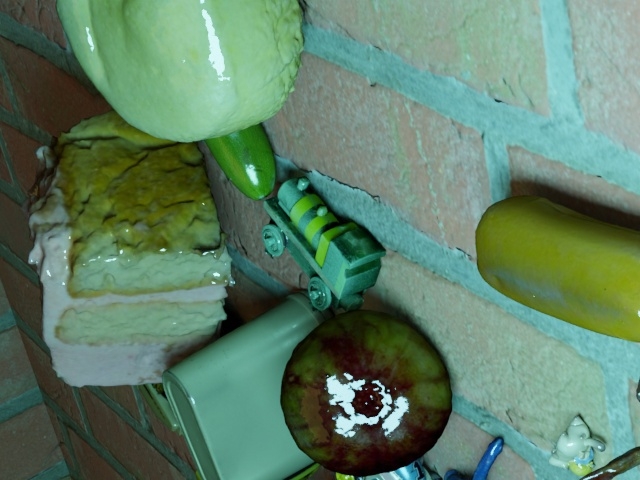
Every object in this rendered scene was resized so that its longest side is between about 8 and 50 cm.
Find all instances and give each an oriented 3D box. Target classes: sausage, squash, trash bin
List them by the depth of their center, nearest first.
[{"bbox_3d":[0.275,0.035,1.443,0.328,0.112,0.112,21,133,52],"label":"sausage"},{"bbox_3d":[-0.143,-0.184,2.040,0.292,0.082,0.082,57,155,12],"label":"squash"},{"bbox_3d":[-0.076,0.230,2.143,0.121,0.247,0.243,15,130,60],"label":"trash bin"}]

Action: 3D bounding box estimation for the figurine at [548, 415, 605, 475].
[{"bbox_3d":[0.290,0.239,1.693,0.050,0.047,0.083,40,154,20],"label":"figurine"}]

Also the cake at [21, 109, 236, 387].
[{"bbox_3d":[-0.288,0.015,2.209,0.307,0.293,0.314,95,167,-48],"label":"cake"}]

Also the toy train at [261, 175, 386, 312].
[{"bbox_3d":[-0.001,0.000,1.971,0.200,0.083,0.132,48,141,28],"label":"toy train"}]

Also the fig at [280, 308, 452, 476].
[{"bbox_3d":[0.057,0.179,1.967,0.321,0.217,0.217,-88,-26,-81],"label":"fig"}]

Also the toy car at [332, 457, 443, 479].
[{"bbox_3d":[0.107,0.312,2.036,0.161,0.126,0.098,43,134,24],"label":"toy car"}]

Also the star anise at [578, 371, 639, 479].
[{"bbox_3d":[0.329,0.205,1.468,0.158,0.144,0.140,48,144,30],"label":"star anise"}]

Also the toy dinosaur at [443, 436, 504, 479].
[{"bbox_3d":[0.175,0.369,1.915,0.075,0.248,0.188,25,170,4],"label":"toy dinosaur"}]

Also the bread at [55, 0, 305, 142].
[{"bbox_3d":[-0.155,-0.280,1.805,0.320,0.237,0.320,27,135,30],"label":"bread"}]

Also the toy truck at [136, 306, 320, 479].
[{"bbox_3d":[-0.178,0.271,2.462,0.405,0.180,0.254,52,152,21],"label":"toy truck"}]
